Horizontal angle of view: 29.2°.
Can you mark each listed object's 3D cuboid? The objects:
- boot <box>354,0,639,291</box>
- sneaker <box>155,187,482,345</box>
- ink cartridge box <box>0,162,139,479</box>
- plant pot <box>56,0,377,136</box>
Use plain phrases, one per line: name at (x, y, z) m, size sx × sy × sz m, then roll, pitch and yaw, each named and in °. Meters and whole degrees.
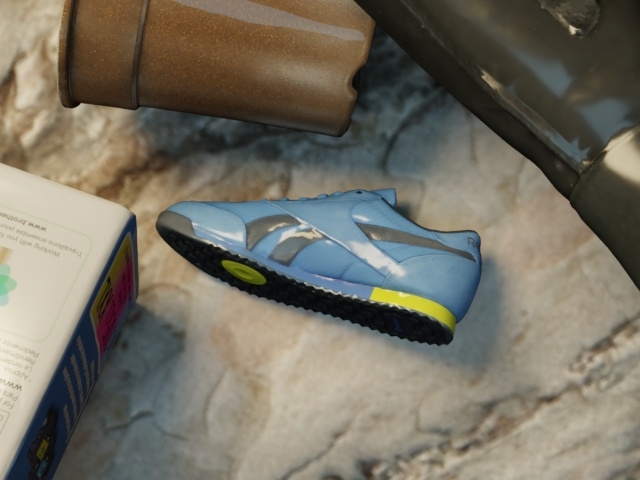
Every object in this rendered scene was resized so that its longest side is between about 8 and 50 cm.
boot at (0.181, -0.166, 0.662) m, size 0.445 × 0.367 × 0.146 m, roll 48°, pitch 139°, yaw 18°
sneaker at (0.000, 0.000, 0.786) m, size 0.209 × 0.069 × 0.082 m, roll 15°, pitch 71°, yaw 13°
ink cartridge box at (-0.302, 0.130, 0.695) m, size 0.270 × 0.151 × 0.395 m, roll 19°, pitch 62°, yaw 4°
plant pot at (-0.050, -0.138, 0.713) m, size 0.165 × 0.167 × 0.167 m, roll 14°, pitch 103°, yaw -3°
